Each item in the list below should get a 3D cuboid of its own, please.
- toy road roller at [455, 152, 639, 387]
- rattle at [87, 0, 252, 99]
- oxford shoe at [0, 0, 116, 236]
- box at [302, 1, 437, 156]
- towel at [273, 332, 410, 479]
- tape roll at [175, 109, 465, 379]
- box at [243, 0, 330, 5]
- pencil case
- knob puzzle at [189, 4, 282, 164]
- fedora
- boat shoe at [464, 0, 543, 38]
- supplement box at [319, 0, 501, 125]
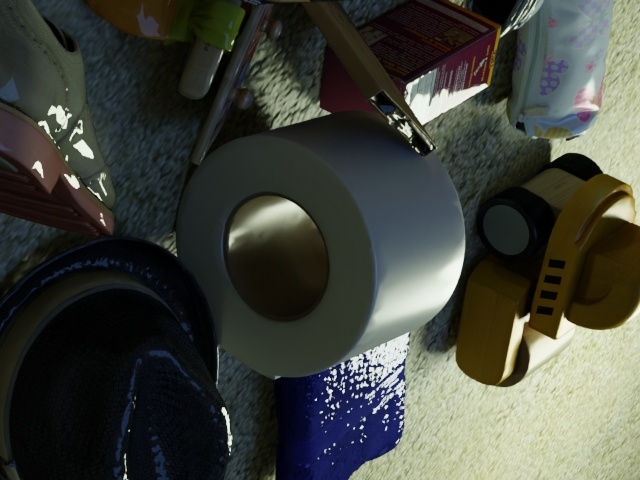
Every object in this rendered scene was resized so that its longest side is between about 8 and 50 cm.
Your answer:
[{"bbox_3d":[0.338,0.064,2.599,0.202,0.240,0.329,-29,139,-46],"label":"toy road roller"},{"bbox_3d":[-0.135,-0.209,1.762,0.199,0.143,0.130,-89,-176,-64],"label":"rattle"},{"bbox_3d":[-0.221,-0.097,1.541,0.397,0.140,0.146,87,18,-80],"label":"oxford shoe"},{"bbox_3d":[0.032,-0.185,1.890,0.021,0.201,0.164,-36,154,8],"label":"box"},{"bbox_3d":[0.020,0.172,2.324,0.228,0.076,0.308,-37,143,-39],"label":"towel"},{"bbox_3d":[0.000,0.000,1.948,0.169,0.246,0.246,-21,132,-53],"label":"tape roll"},{"bbox_3d":[-0.027,-0.334,1.604,0.163,0.142,0.247,13,78,-63],"label":"box"},{"bbox_3d":[0.290,-0.253,2.361,0.124,0.113,0.273,-21,137,-25],"label":"pencil case"},{"bbox_3d":[-0.062,-0.175,1.817,0.213,0.030,0.213,-157,-90,-89],"label":"knob puzzle"},{"bbox_3d":[-0.180,0.170,1.815,0.334,0.152,0.334,-21,123,-36],"label":"fedora"},{"bbox_3d":[0.224,-0.362,2.145,0.105,0.113,0.306,-48,163,-55],"label":"boat shoe"},{"bbox_3d":[0.098,-0.189,2.094,0.188,0.104,0.081,-33,142,-43],"label":"supplement box"}]
